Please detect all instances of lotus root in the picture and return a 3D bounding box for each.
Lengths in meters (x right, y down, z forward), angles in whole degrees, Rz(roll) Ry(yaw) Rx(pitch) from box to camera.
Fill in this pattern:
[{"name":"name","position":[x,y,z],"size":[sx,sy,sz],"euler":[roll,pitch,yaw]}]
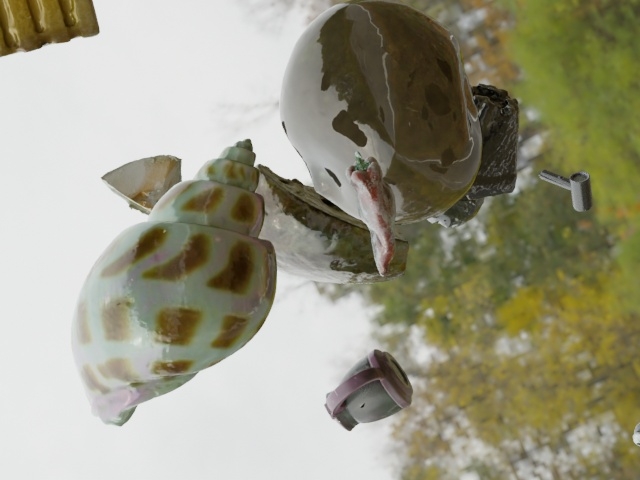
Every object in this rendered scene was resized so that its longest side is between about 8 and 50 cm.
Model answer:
[{"name":"lotus root","position":[0.001,0.001,2.311],"size":[0.314,0.210,0.142],"euler":[9,-146,-12]}]

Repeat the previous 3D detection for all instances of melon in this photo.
[{"name":"melon","position":[-0.302,-0.097,2.529],"size":[0.202,0.139,0.093],"euler":[33,-173,-41]}]

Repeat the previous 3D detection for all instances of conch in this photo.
[{"name":"conch","position":[-0.178,0.049,1.686],"size":[0.368,0.249,0.197],"euler":[-50,-51,-30]}]

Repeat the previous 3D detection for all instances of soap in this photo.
[{"name":"soap","position":[-0.361,-0.343,1.603],"size":[0.073,0.140,0.232],"euler":[-150,45,-68]}]

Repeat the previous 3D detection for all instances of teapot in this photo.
[{"name":"teapot","position":[0.078,0.272,2.339],"size":[0.116,0.146,0.148],"euler":[54,-170,-6]}]

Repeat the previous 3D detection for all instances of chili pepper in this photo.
[{"name":"chili pepper","position":[0.058,-0.031,1.376],"size":[0.050,0.041,0.153],"euler":[-61,-40,-48]}]

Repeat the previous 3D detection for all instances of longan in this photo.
[{"name":"longan","position":[0.095,-0.185,1.989],"size":[0.288,0.288,0.350],"euler":[-66,-46,-66]}]

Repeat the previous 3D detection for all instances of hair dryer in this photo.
[{"name":"hair dryer","position":[0.310,-0.071,1.717],"size":[0.083,0.026,0.047],"euler":[27,140,44]}]

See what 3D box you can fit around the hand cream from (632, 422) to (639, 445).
[{"name":"hand cream","position":[0.479,0.258,1.888],"size":[0.216,0.052,0.038],"euler":[-6,-95,-58]}]

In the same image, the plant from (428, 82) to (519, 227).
[{"name":"plant","position":[0.247,-0.137,2.274],"size":[0.164,0.256,0.142],"euler":[-6,-139,-35]}]
